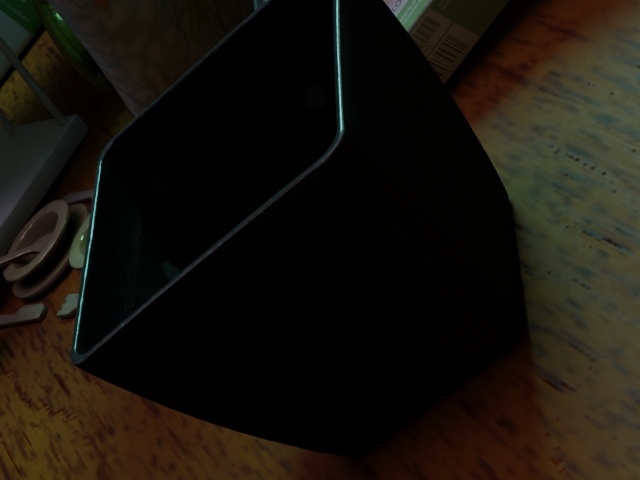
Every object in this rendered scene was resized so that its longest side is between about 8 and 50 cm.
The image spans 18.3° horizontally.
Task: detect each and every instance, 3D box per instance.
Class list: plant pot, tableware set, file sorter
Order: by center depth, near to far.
[{"bbox_3d":[0.000,0.000,1.027,0.188,0.167,0.187,-38,28,25],"label":"plant pot"},{"bbox_3d":[-0.185,-0.005,1.480,0.194,0.039,0.128,-11,47,54],"label":"tableware set"},{"bbox_3d":[-0.376,-0.069,1.641,0.277,0.173,0.193,-8,40,41],"label":"file sorter"}]

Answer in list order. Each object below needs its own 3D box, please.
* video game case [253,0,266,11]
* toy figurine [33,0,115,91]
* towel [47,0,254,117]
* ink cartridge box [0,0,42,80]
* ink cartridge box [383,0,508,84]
[{"bbox_3d":[0.033,-0.300,1.279,0.248,0.035,0.275,-45,35,32],"label":"video game case"},{"bbox_3d":[-0.182,-0.319,1.698,0.217,0.191,0.362,-31,46,2],"label":"toy figurine"},{"bbox_3d":[-0.112,-0.301,1.429,0.090,0.320,0.374,-7,47,35],"label":"towel"},{"bbox_3d":[-0.363,-0.189,1.953,0.208,0.087,0.153,-54,25,-4],"label":"ink cartridge box"},{"bbox_3d":[0.053,-0.205,1.264,0.171,0.056,0.235,-53,37,19],"label":"ink cartridge box"}]
